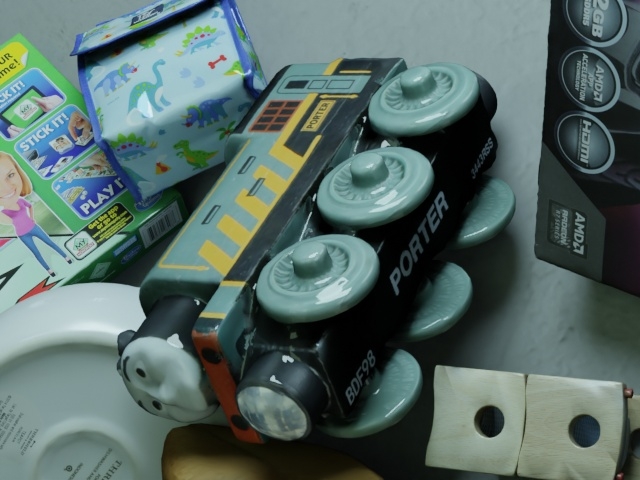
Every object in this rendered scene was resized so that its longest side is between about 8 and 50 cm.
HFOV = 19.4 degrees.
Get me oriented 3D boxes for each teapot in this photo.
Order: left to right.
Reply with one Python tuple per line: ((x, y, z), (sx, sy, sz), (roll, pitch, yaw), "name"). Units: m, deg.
((-0.157, 0.140, 1.343), (0.256, 0.187, 0.253), (-12, 104, 4), "teapot")

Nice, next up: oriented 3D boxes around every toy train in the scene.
((0.000, 0.000, 1.232), (0.190, 0.142, 0.334), (2, 42, 31), "toy train")

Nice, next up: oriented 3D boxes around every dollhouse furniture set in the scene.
((0.147, 0.182, 1.202), (0.129, 0.129, 0.184), (3, 83, 27), "dollhouse furniture set")

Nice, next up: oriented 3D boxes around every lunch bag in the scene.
((-0.112, -0.126, 1.396), (0.128, 0.096, 0.151), (-22, 48, 4), "lunch bag")

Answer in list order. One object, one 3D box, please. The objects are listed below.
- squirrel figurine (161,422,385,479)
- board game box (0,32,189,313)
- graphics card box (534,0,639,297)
((0.001, 0.341, 1.116), (0.397, 0.281, 0.370), (7, 105, 16), "squirrel figurine")
((-0.289, 0.004, 1.422), (0.317, 0.046, 0.213), (-39, 64, -15), "board game box")
((0.310, -0.041, 1.110), (0.371, 0.094, 0.233), (23, 133, 29), "graphics card box")
